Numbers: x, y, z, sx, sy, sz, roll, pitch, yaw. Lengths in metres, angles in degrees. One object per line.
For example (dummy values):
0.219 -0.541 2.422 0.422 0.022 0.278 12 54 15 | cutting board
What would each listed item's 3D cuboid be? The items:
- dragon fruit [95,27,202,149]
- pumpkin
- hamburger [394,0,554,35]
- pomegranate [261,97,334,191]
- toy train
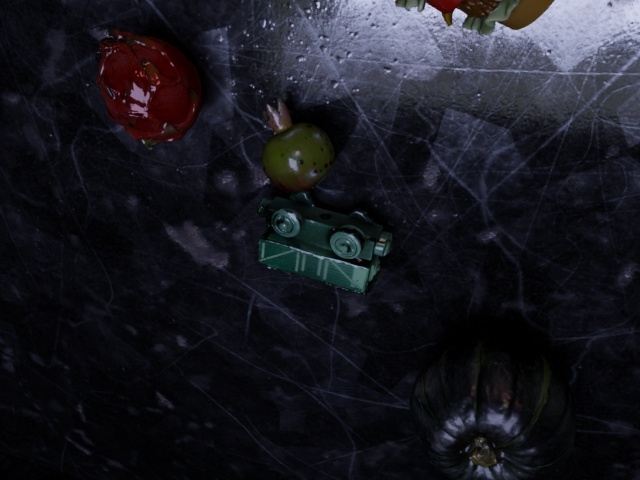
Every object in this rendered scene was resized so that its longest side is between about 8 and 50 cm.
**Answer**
-0.291 -0.256 0.977 0.172 0.172 0.209 6 143 19 | dragon fruit
0.340 0.345 1.141 0.323 0.241 0.323 10 131 12 | pumpkin
0.164 -0.378 0.617 0.212 0.274 0.274 14 132 -8 | hamburger
-0.055 -0.157 0.987 0.159 0.129 0.129 38 131 0 | pomegranate
0.000 0.000 1.095 0.270 0.115 0.154 16 128 9 | toy train
